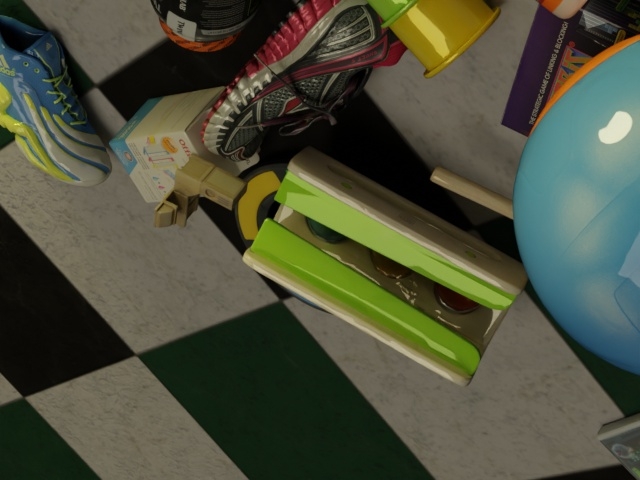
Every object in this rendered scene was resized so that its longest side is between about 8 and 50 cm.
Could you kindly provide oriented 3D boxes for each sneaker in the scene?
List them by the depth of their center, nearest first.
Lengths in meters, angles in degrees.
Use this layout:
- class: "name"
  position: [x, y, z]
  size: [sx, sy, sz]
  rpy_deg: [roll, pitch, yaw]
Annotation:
- class: "sneaker"
  position: [-0.025, -0.156, 1.487]
  size: [0.112, 0.121, 0.299]
  rpy_deg: [41, 142, -7]
- class: "sneaker"
  position: [-0.332, -0.171, 1.741]
  size: [0.240, 0.091, 0.126]
  rpy_deg: [43, 141, -5]

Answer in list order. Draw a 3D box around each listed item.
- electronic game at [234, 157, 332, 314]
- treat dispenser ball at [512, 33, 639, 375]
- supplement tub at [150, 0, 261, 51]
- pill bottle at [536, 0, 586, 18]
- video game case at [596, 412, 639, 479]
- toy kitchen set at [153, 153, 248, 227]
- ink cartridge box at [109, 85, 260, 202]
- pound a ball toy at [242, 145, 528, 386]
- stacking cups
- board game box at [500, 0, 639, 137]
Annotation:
- class: "electronic game"
  position: [0.000, 0.000, 1.684]
  size: [0.229, 0.048, 0.229]
  rpy_deg: [22, 139, 20]
- class: "treat dispenser ball"
  position: [0.299, -0.028, 1.168]
  size: [0.288, 0.288, 0.288]
  rpy_deg: [22, 139, 20]
- class: "supplement tub"
  position: [-0.108, -0.275, 1.422]
  size: [0.117, 0.117, 0.190]
  rpy_deg: [32, 151, 8]
- class: "pill bottle"
  position: [0.154, -0.294, 1.201]
  size: [0.221, 0.121, 0.121]
  rpy_deg: [38, 142, 1]
- class: "video game case"
  position: [0.427, 0.248, 1.614]
  size: [0.173, 0.022, 0.190]
  rpy_deg: [46, 142, -9]
- class: "toy kitchen set"
  position: [-0.133, -0.032, 1.592]
  size: [0.075, 0.068, 0.083]
  rpy_deg: [27, 140, 12]
- class: "ink cartridge box"
  position: [-0.147, -0.109, 1.656]
  size: [0.143, 0.090, 0.092]
  rpy_deg: [-5, 126, 41]
- class: "pound a ball toy"
  position: [0.111, -0.001, 1.520]
  size: [0.319, 0.136, 0.208]
  rpy_deg: [28, 108, 5]
- class: "stacking cups"
  position: [0.030, -0.296, 1.329]
  size: [0.316, 0.096, 0.096]
  rpy_deg: [48, 141, -9]
- class: "board game box"
  position: [0.253, -0.147, 1.332]
  size: [0.141, 0.048, 0.170]
  rpy_deg: [26, 141, 13]
